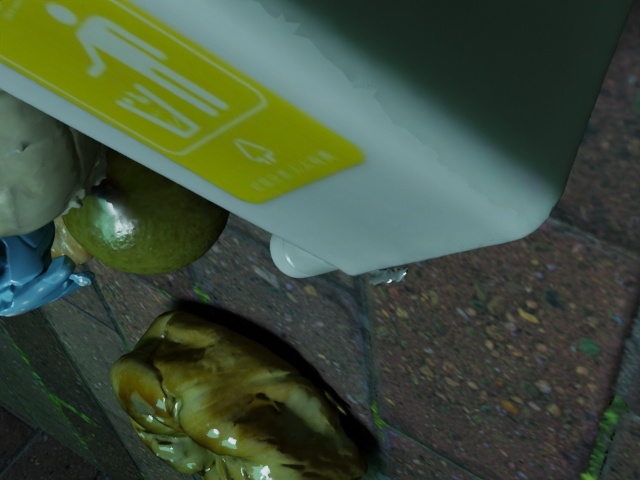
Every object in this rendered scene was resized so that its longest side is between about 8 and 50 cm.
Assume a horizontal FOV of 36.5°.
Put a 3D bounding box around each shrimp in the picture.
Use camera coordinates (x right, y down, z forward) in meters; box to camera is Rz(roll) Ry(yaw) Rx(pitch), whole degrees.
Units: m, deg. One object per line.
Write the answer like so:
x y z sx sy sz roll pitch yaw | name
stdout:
-0.388 -0.032 1.289 0.236 0.053 0.133 15 147 34 | shrimp

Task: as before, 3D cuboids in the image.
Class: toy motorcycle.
-0.292 -0.038 0.941 0.123 0.272 0.182 -20 139 32 | toy motorcycle

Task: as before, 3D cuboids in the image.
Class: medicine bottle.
0.000 0.000 0.829 0.057 0.057 0.089 46 153 -14 | medicine bottle

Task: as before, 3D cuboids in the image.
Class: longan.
-0.157 -0.042 0.894 0.145 0.176 0.155 -44 75 23 | longan

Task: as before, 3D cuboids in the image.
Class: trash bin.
-0.044 -0.172 0.436 0.367 0.296 0.256 33 156 -20 | trash bin

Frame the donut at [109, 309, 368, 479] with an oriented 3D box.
-0.102 0.249 1.232 0.360 0.170 0.360 32 155 17 | donut

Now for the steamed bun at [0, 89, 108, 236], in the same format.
-0.291 -0.183 0.725 0.333 0.233 0.312 32 152 6 | steamed bun
